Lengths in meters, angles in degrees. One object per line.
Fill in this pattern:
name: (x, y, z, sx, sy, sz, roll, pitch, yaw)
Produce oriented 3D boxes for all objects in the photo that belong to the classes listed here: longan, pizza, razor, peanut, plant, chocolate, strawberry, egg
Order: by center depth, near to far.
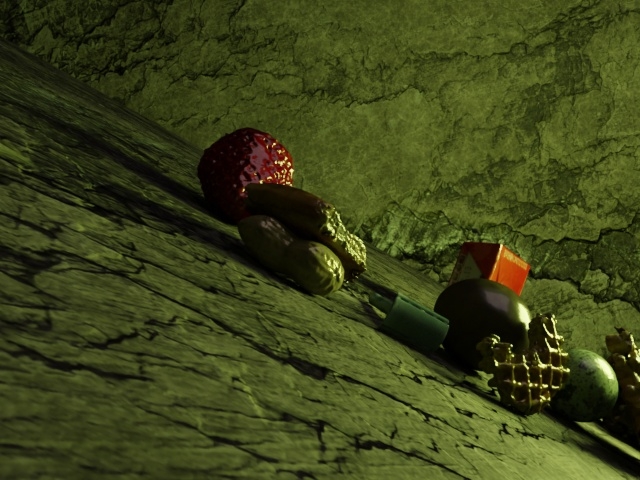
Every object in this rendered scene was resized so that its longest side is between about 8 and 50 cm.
peanut: (-0.047, 0.020, 1.125, 0.187, 0.082, 0.082, 30, 5, 2)
pizza: (0.000, 0.000, 1.228, 0.189, 0.071, 0.297, 13, -26, 36)
razor: (0.130, 0.127, 1.270, 0.106, 0.068, 0.232, 30, -2, -13)
longan: (0.292, 0.153, 1.298, 0.185, 0.159, 0.204, 33, -3, 29)
egg: (0.488, 0.275, 1.352, 0.132, 0.132, 0.172, 34, -6, 45)
strawberry: (-0.149, -0.106, 1.451, 0.205, 0.205, 0.244, 28, 27, -24)
plant: (0.690, 0.339, 1.559, 0.234, 0.204, 0.178, 40, -5, -2)
chocolate: (0.383, 0.129, 1.701, 0.108, 0.235, 0.237, 20, -2, 36)

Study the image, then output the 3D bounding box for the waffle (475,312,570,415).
waffle: (0.336, 0.192, 1.162, 0.051, 0.194, 0.149, -22, -85, 53)

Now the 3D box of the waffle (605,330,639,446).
waffle: (0.584, 0.299, 1.289, 0.293, 0.069, 0.259, 27, 46, -61)

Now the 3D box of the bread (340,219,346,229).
bread: (-0.048, -0.053, 1.770, 0.245, 0.102, 0.094, 27, 7, -16)
